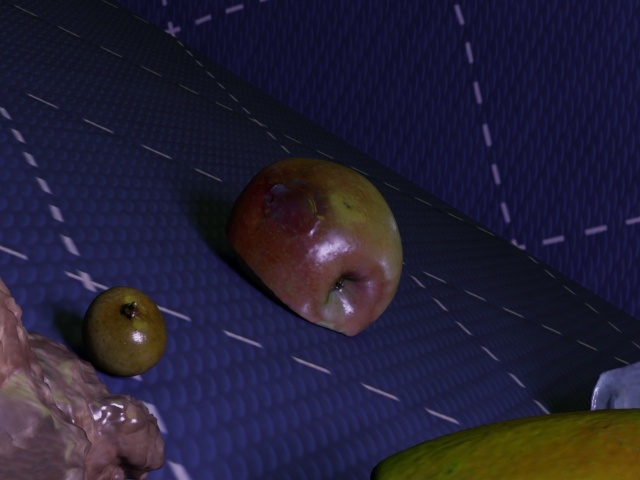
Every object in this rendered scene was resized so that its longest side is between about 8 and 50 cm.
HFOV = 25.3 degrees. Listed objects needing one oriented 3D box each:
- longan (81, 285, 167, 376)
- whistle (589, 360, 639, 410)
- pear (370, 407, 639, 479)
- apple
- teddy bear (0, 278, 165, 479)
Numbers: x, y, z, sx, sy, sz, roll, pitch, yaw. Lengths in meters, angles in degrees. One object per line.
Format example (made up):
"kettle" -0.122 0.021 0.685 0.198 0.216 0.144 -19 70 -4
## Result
"longan" -0.155 0.069 1.135 0.075 0.083 0.075 10 50 -12
"whistle" 0.502 0.185 1.599 0.404 0.168 0.188 -6 -21 14
"pear" 0.226 0.233 0.894 0.399 0.165 0.399 44 7 -6
"apple" 0.000 0.000 1.671 0.207 0.174 0.188 0 24 -37
"teddy bear" -0.219 0.108 0.659 0.246 0.223 0.296 2 34 23
